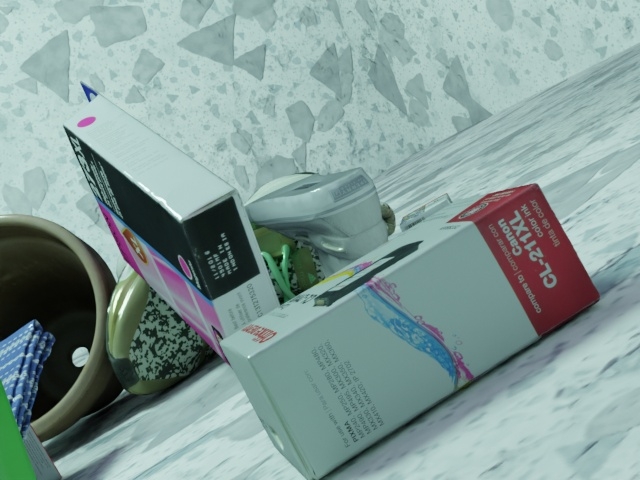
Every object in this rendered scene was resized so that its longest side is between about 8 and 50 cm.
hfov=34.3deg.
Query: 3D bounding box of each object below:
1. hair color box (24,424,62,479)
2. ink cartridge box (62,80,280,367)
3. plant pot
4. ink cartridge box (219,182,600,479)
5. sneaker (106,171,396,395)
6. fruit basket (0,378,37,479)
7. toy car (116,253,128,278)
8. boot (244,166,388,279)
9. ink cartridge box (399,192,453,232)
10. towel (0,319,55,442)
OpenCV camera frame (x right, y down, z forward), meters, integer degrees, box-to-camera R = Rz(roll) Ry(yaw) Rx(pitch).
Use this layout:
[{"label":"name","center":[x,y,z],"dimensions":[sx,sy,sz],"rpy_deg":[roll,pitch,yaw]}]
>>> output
[{"label":"hair color box","center":[-0.311,0.221,0.926],"dimensions":[0.141,0.072,0.043],"rpy_deg":[-31,5,-20]},{"label":"ink cartridge box","center":[-0.160,-0.026,1.012],"dimensions":[0.069,0.176,0.371],"rpy_deg":[-29,35,-17]},{"label":"plant pot","center":[-0.330,0.123,1.223],"dimensions":[0.263,0.263,0.229],"rpy_deg":[-30,-20,2]},{"label":"ink cartridge box","center":[0.041,0.045,0.566],"dimensions":[0.175,0.072,0.127],"rpy_deg":[-30,4,-12]},{"label":"sneaker","center":[-0.065,0.032,1.172],"dimensions":[0.182,0.158,0.410],"rpy_deg":[-2,28,45]},{"label":"fruit basket","center":[-0.267,0.147,0.235],"dimensions":[0.392,0.283,0.392],"rpy_deg":[-21,-4,-2]},{"label":"toy car","center":[-0.179,0.084,1.321],"dimensions":[0.159,0.136,0.182],"rpy_deg":[11,-19,5]},{"label":"boot","center":[0.000,0.000,1.063],"dimensions":[0.095,0.123,0.258],"rpy_deg":[-26,9,-15]},{"label":"ink cartridge box","center":[0.127,-0.028,1.210],"dimensions":[0.063,0.029,0.115],"rpy_deg":[-29,4,10]},{"label":"towel","center":[-0.328,0.205,0.824],"dimensions":[0.243,0.040,0.336],"rpy_deg":[-32,22,6]}]
